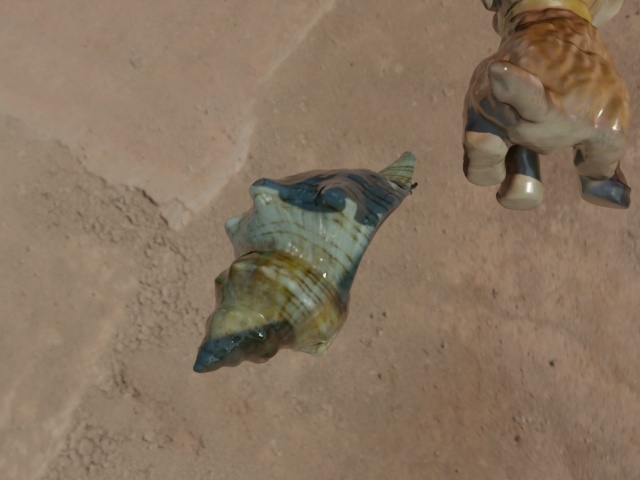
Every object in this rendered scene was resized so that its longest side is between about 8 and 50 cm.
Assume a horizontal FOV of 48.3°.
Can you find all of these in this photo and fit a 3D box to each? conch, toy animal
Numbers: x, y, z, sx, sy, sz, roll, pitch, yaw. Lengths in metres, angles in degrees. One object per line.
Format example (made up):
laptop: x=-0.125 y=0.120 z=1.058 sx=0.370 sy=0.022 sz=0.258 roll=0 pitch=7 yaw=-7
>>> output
conch: x=-0.011 y=-0.007 z=0.769 sx=0.203 sy=0.169 sz=0.386 roll=-28 pitch=28 yaw=57
toy animal: x=0.133 y=-0.130 z=0.419 sx=0.104 sy=0.184 sz=0.185 roll=5 pitch=76 yaw=26
